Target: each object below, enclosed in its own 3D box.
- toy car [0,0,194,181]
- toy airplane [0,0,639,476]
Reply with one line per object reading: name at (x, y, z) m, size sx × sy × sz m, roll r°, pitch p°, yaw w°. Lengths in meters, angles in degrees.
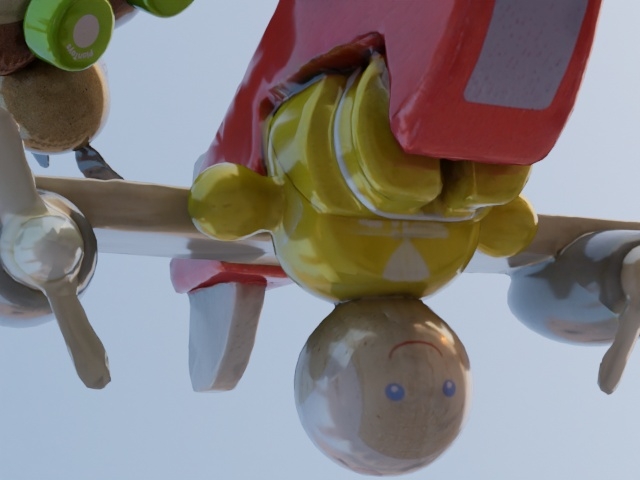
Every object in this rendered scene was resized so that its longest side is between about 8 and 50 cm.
toy car at (-0.165, -0.114, 0.971) m, size 0.149 × 0.155 × 0.188 m, roll -37°, pitch -41°, yaw -34°
toy airplane at (0.000, 0.000, 0.768) m, size 0.386 × 0.272 × 0.384 m, roll -19°, pitch -29°, yaw 14°
